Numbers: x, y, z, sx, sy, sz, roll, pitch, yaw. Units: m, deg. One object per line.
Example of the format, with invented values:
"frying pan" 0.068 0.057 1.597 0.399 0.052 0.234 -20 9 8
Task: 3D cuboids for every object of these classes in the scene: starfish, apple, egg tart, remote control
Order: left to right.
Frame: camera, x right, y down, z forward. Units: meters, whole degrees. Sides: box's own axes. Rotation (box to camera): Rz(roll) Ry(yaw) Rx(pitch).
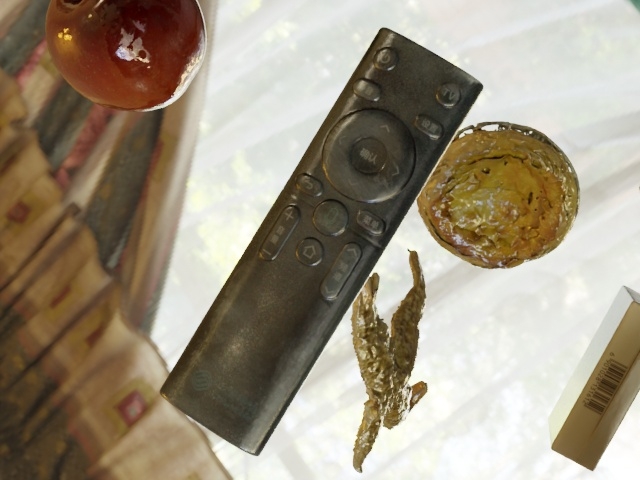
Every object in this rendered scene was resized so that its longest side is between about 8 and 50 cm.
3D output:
"apple" -0.272 -0.293 1.480 0.201 0.218 0.218 43 -167 -50
"remote control" 0.000 0.000 0.918 0.107 0.377 0.044 32 -179 4
"starfish" 0.129 0.187 1.831 0.324 0.082 0.432 -44 -41 -53
"egg tart" 0.250 -0.067 1.501 0.234 0.234 0.094 48 -152 -18

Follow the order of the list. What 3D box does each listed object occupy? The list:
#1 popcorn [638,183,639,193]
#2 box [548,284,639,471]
"popcorn" 0.485 -0.084 1.239 0.204 0.221 0.183 34 174 -20
"box" 0.343 0.160 1.259 0.058 0.201 0.141 27 -171 7
